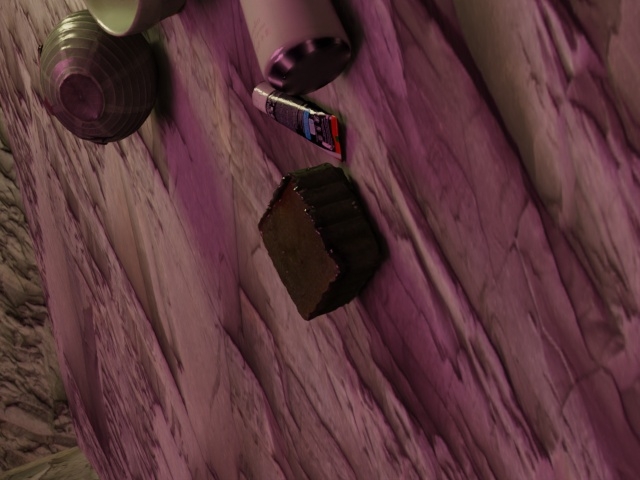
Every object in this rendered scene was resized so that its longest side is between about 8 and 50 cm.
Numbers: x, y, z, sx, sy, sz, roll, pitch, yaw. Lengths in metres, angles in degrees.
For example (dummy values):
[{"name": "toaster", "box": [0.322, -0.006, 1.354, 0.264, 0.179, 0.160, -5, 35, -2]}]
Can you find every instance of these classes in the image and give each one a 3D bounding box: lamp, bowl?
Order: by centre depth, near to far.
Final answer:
[{"name": "bowl", "box": [-0.289, -0.487, 1.659, 0.307, 0.163, 0.307, 33, 130, 50]}, {"name": "lamp", "box": [-0.421, -0.313, 1.992, 0.233, 0.233, 0.265, 24, 139, 58]}]

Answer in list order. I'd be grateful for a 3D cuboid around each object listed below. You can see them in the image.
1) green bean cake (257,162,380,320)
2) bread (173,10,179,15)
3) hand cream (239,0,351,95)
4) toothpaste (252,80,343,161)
[{"name": "green bean cake", "box": [0.000, 0.000, 1.461, 0.173, 0.094, 0.181, 62, 152, 20]}, {"name": "bread", "box": [-0.284, -0.447, 1.812, 0.115, 0.056, 0.082, 66, 153, 15]}, {"name": "hand cream", "box": [-0.068, -0.362, 1.372, 0.185, 0.118, 0.359, 114, 140, -59]}, {"name": "toothpaste", "box": [-0.027, -0.174, 1.478, 0.193, 0.045, 0.071, 34, 143, 45]}]
